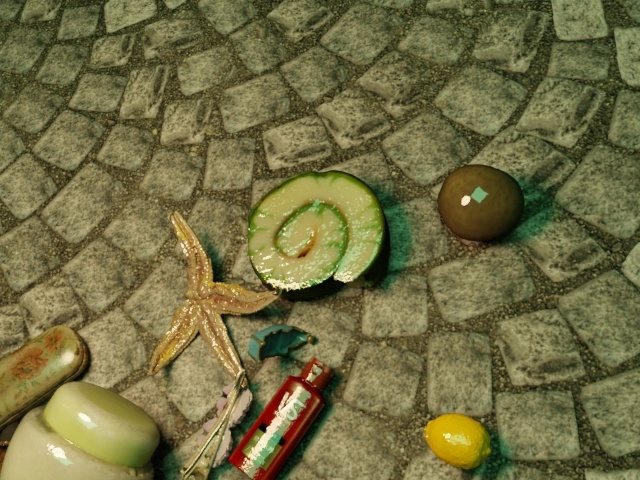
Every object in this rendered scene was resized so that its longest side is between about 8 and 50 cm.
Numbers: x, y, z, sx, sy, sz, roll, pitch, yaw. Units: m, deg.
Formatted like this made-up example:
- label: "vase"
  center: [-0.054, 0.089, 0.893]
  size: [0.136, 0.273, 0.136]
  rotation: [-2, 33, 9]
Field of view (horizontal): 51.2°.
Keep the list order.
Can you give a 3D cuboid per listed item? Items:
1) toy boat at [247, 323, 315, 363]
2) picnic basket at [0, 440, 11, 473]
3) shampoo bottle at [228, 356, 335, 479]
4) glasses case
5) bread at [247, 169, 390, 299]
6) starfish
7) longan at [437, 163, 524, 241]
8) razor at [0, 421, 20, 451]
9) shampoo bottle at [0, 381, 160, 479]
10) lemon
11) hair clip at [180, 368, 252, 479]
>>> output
- label: "toy boat"
  center: [-0.092, 0.249, 1.623]
  size: [0.077, 0.185, 0.075]
  rotation: [24, 109, 32]
- label: "picnic basket"
  center: [-0.726, 0.577, 1.625]
  size: [0.110, 0.055, 0.193]
  rotation: [-10, 91, 25]
- label: "shampoo bottle"
  center: [-0.081, 0.422, 1.577]
  size: [0.118, 0.076, 0.314]
  rotation: [30, 75, 28]
- label: "glasses case"
  center: [-0.807, 0.384, 1.755]
  size: [0.425, 0.098, 0.156]
  rotation: [-35, 58, -4]
- label: "bread"
  center: [0.000, 0.000, 1.728]
  size: [0.382, 0.129, 0.366]
  rotation: [37, 80, 24]
- label: "starfish"
  center: [-0.298, 0.173, 1.703]
  size: [0.384, 0.132, 0.398]
  rotation: [22, 84, 26]
- label: "longan"
  center: [0.390, -0.096, 1.651]
  size: [0.198, 0.198, 0.212]
  rotation: [-42, 63, -8]
- label: "razor"
  center: [-0.750, 0.523, 1.701]
  size: [0.148, 0.054, 0.090]
  rotation: [21, 68, 21]
- label: "shampoo bottle"
  center: [-0.542, 0.507, 1.509]
  size: [0.322, 0.322, 0.317]
  rotation: [24, 81, 22]
- label: "lemon"
  center: [0.299, 0.435, 1.461]
  size: [0.155, 0.114, 0.114]
  rotation: [17, 70, 32]
- label: "hair clip"
  center: [-0.241, 0.443, 1.588]
  size: [0.106, 0.084, 0.292]
  rotation: [8, 66, 50]
